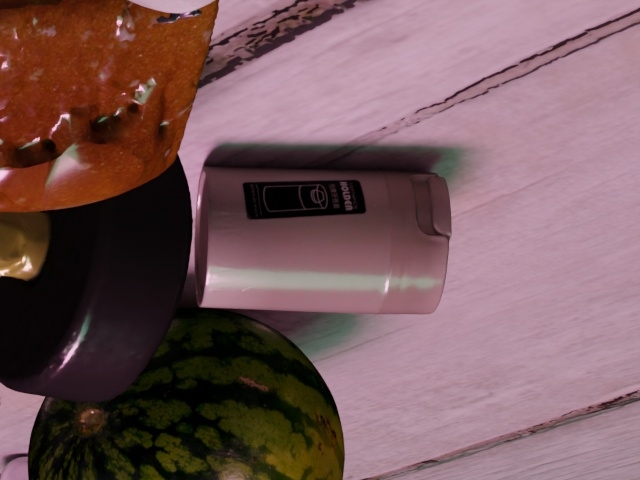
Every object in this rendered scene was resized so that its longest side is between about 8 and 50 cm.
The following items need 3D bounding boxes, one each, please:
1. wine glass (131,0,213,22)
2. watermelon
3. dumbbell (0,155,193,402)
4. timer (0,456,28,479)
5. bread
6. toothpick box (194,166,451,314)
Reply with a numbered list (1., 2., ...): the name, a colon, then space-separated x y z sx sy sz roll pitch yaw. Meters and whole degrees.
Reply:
1. wine glass: -0.085 -0.213 0.809 0.165 0.164 0.196 -12 152 20
2. watermelon: -0.116 0.197 1.654 0.285 0.285 0.285 -3 158 -1
3. dumbbell: -0.264 -0.013 1.214 0.322 0.203 0.204 12 153 -33
4. timer: -0.235 0.333 2.106 0.253 0.178 0.078 1 162 -8
5. bread: -0.183 -0.097 1.032 0.234 0.110 0.184 -11 147 -25
6. toothpick box: 0.000 0.000 1.402 0.181 0.111 0.111 2 158 -9
